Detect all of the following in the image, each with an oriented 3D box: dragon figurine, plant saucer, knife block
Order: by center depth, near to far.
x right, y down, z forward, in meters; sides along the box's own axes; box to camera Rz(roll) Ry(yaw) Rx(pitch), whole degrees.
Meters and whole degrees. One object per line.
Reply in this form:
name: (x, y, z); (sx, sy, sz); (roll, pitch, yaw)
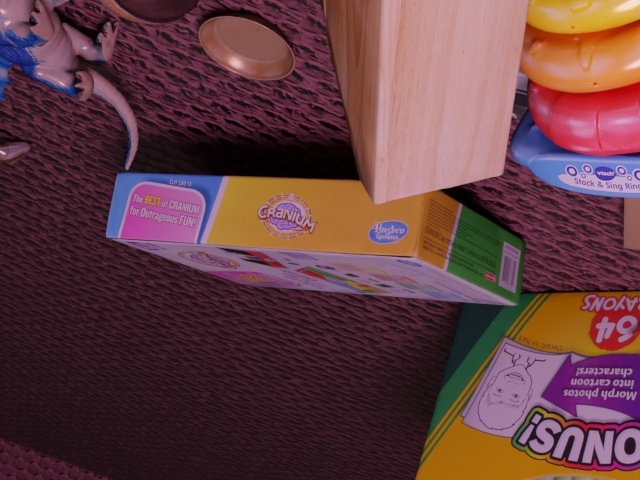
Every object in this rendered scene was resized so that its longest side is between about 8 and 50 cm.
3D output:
knife block: (0.063, -0.165, 0.659); (0.088, 0.275, 0.242); (-13, -177, -12)
plant saucer: (-0.058, -0.162, 1.034); (0.083, 0.015, 0.083); (15, 155, 7)
dragon figurine: (-0.258, -0.170, 1.069); (0.144, 0.085, 0.289); (7, 157, 25)

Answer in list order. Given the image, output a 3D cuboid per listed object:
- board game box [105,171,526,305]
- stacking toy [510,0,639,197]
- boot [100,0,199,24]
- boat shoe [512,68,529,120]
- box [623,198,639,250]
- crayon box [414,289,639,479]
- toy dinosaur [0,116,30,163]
board game box: (0.000, 0.000, 1.174); (0.317, 0.064, 0.242); (3, 170, 29)
stacking toy: (0.161, -0.184, 0.725); (0.175, 0.165, 0.302); (7, 139, 43)
boot: (-0.065, -0.220, 0.845); (0.207, 0.090, 0.248); (-2, 163, 15)
boat shoe: (0.195, -0.109, 0.908); (0.219, 0.077, 0.070); (22, 155, 13)
box: (0.348, -0.025, 1.024); (0.201, 0.021, 0.164); (10, 153, 19)
crayon box: (0.274, 0.206, 1.192); (0.363, 0.313, 0.106); (-3, 147, 38)
toy dinosaur: (-0.398, -0.126, 1.282); (0.211, 0.064, 0.112); (29, 154, -20)
